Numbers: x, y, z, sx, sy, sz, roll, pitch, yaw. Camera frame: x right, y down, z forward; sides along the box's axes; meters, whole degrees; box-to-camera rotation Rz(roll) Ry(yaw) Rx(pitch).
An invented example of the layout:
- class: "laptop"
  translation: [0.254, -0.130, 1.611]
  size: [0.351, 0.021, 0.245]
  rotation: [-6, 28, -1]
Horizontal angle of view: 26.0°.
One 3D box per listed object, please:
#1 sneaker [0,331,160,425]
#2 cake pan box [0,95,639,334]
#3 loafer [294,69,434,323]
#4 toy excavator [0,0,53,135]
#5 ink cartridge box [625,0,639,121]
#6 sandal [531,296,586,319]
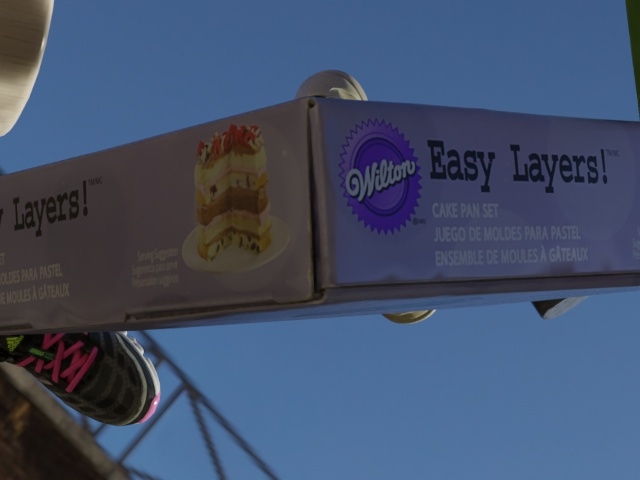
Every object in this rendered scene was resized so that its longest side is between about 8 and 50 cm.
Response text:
- class: "sneaker"
  translation: [-0.180, 0.064, 0.885]
  size: [0.170, 0.063, 0.075]
  rotation: [39, 12, 6]
- class: "cake pan box"
  translation: [0.000, 0.000, 0.565]
  size: [0.267, 0.245, 0.070]
  rotation: [-9, -98, 49]
- class: "loafer"
  translation: [0.035, -0.039, 1.360]
  size: [0.102, 0.092, 0.268]
  rotation: [-26, -92, 20]
- class: "toy excavator"
  translation: [-0.152, -0.337, 0.727]
  size: [0.222, 0.433, 0.445]
  rotation: [8, -47, -25]
- class: "ink cartridge box"
  translation: [0.276, -0.096, 0.652]
  size: [0.097, 0.255, 0.189]
  rotation: [42, -20, 44]
- class: "sandal"
  translation: [0.237, -0.021, 1.061]
  size: [0.054, 0.254, 0.097]
  rotation: [49, -32, 7]
